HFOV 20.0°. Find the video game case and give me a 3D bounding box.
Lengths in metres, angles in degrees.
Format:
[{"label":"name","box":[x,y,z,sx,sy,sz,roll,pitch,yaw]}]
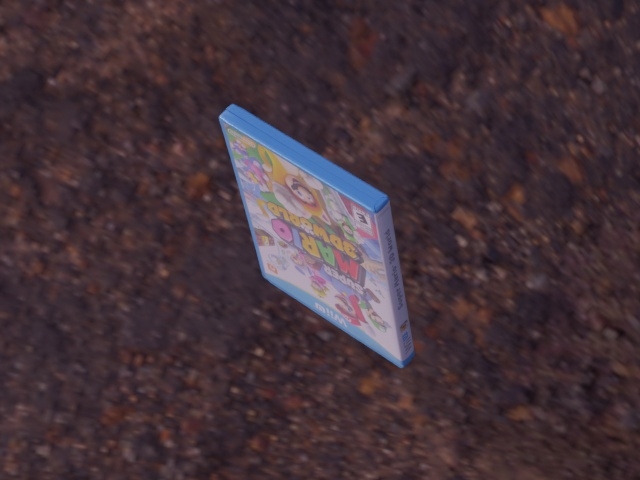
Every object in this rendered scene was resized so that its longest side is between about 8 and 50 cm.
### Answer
[{"label":"video game case","box":[0.000,0.000,1.080,0.119,0.166,0.015,32,65,27]}]
